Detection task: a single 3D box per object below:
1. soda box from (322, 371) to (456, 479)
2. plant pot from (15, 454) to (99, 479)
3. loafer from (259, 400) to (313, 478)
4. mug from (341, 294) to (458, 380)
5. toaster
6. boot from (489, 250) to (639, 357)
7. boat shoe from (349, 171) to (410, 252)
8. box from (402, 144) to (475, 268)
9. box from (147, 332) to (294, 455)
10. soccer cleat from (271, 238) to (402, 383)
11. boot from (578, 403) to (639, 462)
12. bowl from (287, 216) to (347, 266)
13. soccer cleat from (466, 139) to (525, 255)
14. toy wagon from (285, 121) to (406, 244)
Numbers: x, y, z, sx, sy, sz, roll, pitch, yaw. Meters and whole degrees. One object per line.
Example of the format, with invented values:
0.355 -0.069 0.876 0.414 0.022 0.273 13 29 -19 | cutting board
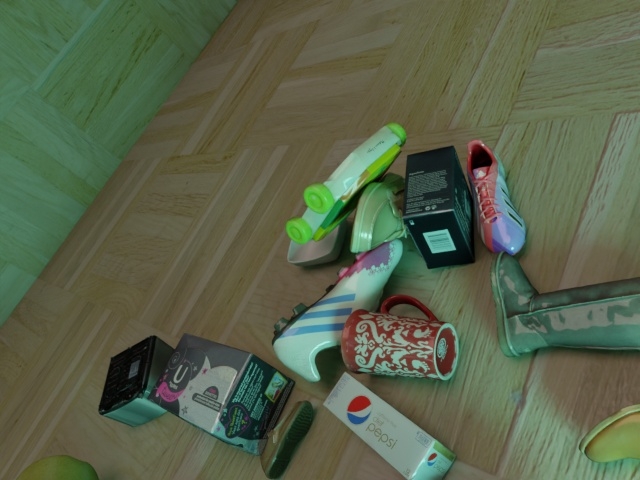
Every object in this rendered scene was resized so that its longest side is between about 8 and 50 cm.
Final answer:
0.102 0.295 0.826 0.069 0.074 0.216 -53 37 -9 | soda box
-0.552 0.590 1.067 0.276 0.276 0.254 -48 26 -2 | plant pot
-0.067 0.354 0.951 0.050 0.056 0.148 18 69 44 | loafer
0.137 0.159 0.882 0.169 0.113 0.150 -1 74 39 | mug
-0.438 0.348 1.274 0.168 0.110 0.186 -30 39 21 | toaster
0.365 0.079 0.768 0.208 0.076 0.190 -23 57 38 | boot
0.137 -0.054 1.000 0.098 0.109 0.302 17 26 17 | boat shoe
0.219 -0.059 0.959 0.093 0.156 0.158 -10 49 25 | box
-0.207 0.304 1.062 0.247 0.142 0.163 2 58 46 | box
0.060 0.133 1.007 0.331 0.116 0.143 -40 78 -15 | soccer cleat
0.406 0.253 0.574 0.197 0.073 0.152 -33 43 22 | boot
0.000 0.000 1.215 0.141 0.053 0.142 -13 47 37 | bowl
0.308 -0.079 0.951 0.083 0.095 0.248 -23 42 28 | soccer cleat
0.042 -0.091 1.064 0.267 0.068 0.344 -42 -7 -34 | toy wagon
